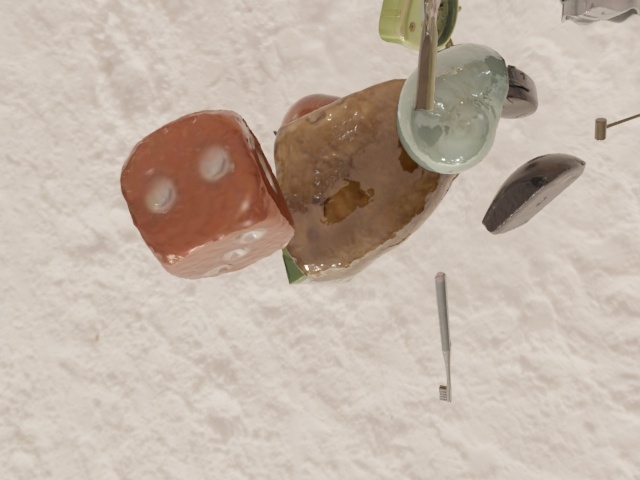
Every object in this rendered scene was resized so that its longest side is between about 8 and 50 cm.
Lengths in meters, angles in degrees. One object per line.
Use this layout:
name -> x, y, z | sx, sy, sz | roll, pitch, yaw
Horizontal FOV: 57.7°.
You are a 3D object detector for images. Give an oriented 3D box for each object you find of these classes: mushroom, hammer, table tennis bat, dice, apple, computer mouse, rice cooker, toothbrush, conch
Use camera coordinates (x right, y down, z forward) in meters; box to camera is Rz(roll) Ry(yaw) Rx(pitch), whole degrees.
mushroom -> 0.114, -0.119, 1.098 | 0.397, 0.224, 0.313 | -19, 57, 32
hammer -> 0.523, -0.206, 1.006 | 0.110, 0.019, 0.035 | -20, 122, -11
table tennis bat -> 0.115, -0.253, 0.598 | 0.022, 0.131, 0.234 | 5, 105, 14
dice -> -0.148, -0.057, 0.777 | 0.179, 0.174, 0.175 | -23, 75, 4
apple -> 0.027, -0.341, 1.974 | 0.349, 0.348, 0.277 | 15, 92, 12
computer mouse -> 0.503, -0.126, 1.408 | 0.100, 0.170, 0.269 | 60, 140, 21
rice cooker -> 0.556, -0.433, 1.716 | 0.142, 0.203, 0.118 | -11, 66, 47
toothbrush -> 0.273, 0.221, 1.283 | 0.030, 0.025, 0.342 | 5, 118, 24
conch -> 0.198, -0.211, 0.885 | 0.185, 0.121, 0.221 | -20, 58, 25

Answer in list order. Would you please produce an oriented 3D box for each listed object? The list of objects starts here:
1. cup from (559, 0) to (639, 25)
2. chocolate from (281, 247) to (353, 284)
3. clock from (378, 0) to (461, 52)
cup -> 0.415, -0.411, 0.845 | 0.168, 0.299, 0.173 | -1, 100, -1
chocolate -> 0.000, 0.000, 2.030 | 0.137, 0.301, 0.288 | -25, 71, 38
clock -> 0.288, -0.622, 1.579 | 0.096, 0.308, 0.235 | 18, 100, 39
